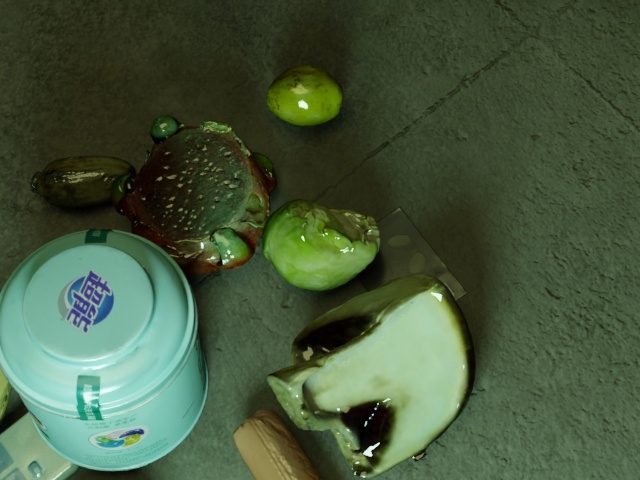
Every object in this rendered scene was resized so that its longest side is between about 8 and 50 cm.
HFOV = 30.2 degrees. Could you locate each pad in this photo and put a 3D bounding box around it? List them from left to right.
[{"bbox_3d":[0.128,0.048,1.898,0.127,0.004,0.190,-34,65,-7],"label":"pad"}]

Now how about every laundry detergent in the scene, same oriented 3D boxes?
[{"bbox_3d":[-0.314,0.153,1.728,0.287,0.305,0.287,0,61,0],"label":"laundry detergent"}]

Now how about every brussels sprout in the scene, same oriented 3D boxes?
[{"bbox_3d":[-0.004,0.006,1.865,0.183,0.145,0.131,17,36,-24],"label":"brussels sprout"}]

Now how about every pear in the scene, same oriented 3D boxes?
[{"bbox_3d":[-0.027,-0.245,2.001,0.131,0.107,0.107,9,67,3],"label":"pear"}]

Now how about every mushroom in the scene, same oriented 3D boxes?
[{"bbox_3d":[0.078,0.210,1.772,0.292,0.212,0.217,-36,109,-21],"label":"mushroom"}]

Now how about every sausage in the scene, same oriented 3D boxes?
[{"bbox_3d":[-0.031,0.372,1.726,0.086,0.086,0.289,-33,66,-7],"label":"sausage"}]

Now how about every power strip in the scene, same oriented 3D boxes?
[{"bbox_3d":[-0.495,0.376,1.818,0.270,0.046,0.118,-38,66,-10],"label":"power strip"}]

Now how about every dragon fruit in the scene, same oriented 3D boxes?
[{"bbox_3d":[-0.202,-0.069,1.931,0.268,0.130,0.295,-19,64,0],"label":"dragon fruit"}]

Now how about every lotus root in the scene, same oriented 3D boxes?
[{"bbox_3d":[-0.400,-0.098,2.002,0.179,0.080,0.089,-4,43,2],"label":"lotus root"}]

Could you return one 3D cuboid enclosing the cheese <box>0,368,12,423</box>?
[{"bbox_3d":[-0.596,0.246,1.829,0.259,0.128,0.316,24,54,28],"label":"cheese"}]
